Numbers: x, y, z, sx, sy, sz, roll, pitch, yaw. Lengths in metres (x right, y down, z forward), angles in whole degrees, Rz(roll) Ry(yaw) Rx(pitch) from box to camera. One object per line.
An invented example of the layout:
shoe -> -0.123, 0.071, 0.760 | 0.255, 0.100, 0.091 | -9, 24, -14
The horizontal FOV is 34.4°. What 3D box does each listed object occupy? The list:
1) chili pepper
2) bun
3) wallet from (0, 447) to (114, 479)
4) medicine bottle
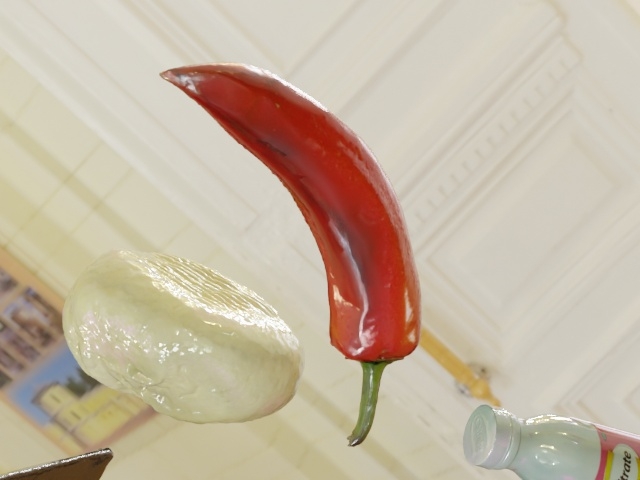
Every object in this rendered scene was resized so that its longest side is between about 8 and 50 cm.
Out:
chili pepper -> 0.003, -0.007, 0.848 | 0.137, 0.369, 0.092 | -33, 25, -16
bun -> -0.203, 0.152, 1.515 | 0.361, 0.361, 0.213 | -122, 55, -77
wallet -> -0.309, 0.271, 0.980 | 0.146, 0.030, 0.285 | -54, -20, 10
medicine bottle -> 0.266, 0.237, 1.139 | 0.090, 0.216, 0.091 | -163, 90, -70
